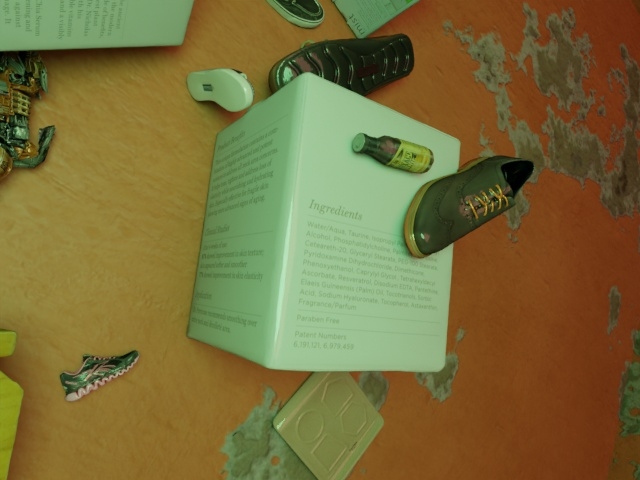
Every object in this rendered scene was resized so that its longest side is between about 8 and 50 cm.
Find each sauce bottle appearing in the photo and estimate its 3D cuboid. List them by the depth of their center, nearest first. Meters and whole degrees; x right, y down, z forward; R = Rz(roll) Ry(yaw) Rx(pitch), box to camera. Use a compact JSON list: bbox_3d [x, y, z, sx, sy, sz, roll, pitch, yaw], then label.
[{"bbox_3d":[0.102,-0.123,0.620,0.128,0.042,0.042,5,84,-32],"label":"sauce bottle"}]

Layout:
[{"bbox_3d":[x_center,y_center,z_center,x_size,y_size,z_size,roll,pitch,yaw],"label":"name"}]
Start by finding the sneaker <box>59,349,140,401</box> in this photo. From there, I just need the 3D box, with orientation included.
[{"bbox_3d":[-0.348,0.200,0.697,0.119,0.047,0.057,-27,90,-33],"label":"sneaker"}]

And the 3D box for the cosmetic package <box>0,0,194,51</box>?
[{"bbox_3d":[-0.363,-0.371,0.523,0.161,0.230,0.453,46,41,12],"label":"cosmetic package"}]

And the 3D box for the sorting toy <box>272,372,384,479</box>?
[{"bbox_3d":[0.020,0.381,0.933,0.193,0.038,0.208,-43,105,-28],"label":"sorting toy"}]

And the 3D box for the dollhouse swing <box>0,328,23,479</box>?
[{"bbox_3d":[-0.566,0.243,0.451,0.315,0.305,0.346,15,81,-58],"label":"dollhouse swing"}]

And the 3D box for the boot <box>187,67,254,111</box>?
[{"bbox_3d":[-0.152,-0.274,0.773,0.086,0.190,0.069,-27,128,-34],"label":"boot"}]

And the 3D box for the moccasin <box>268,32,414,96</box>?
[{"bbox_3d":[0.039,-0.367,0.941,0.380,0.147,0.139,-36,121,-34],"label":"moccasin"}]

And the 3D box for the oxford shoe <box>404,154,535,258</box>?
[{"bbox_3d":[0.227,-0.064,0.667,0.271,0.098,0.097,-39,109,-31],"label":"oxford shoe"}]

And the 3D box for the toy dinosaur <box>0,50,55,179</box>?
[{"bbox_3d":[-0.481,-0.135,0.574,0.218,0.164,0.321,31,48,-45],"label":"toy dinosaur"}]

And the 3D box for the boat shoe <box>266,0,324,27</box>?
[{"bbox_3d":[-0.074,-0.520,0.905,0.219,0.070,0.077,22,75,-30],"label":"boat shoe"}]

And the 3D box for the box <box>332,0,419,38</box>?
[{"bbox_3d":[0.112,-0.609,0.937,0.262,0.231,0.127,50,62,-20],"label":"box"}]

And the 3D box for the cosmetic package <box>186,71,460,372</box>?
[{"bbox_3d":[0.000,0.000,0.765,0.327,0.329,0.393,12,81,-32],"label":"cosmetic package"}]
